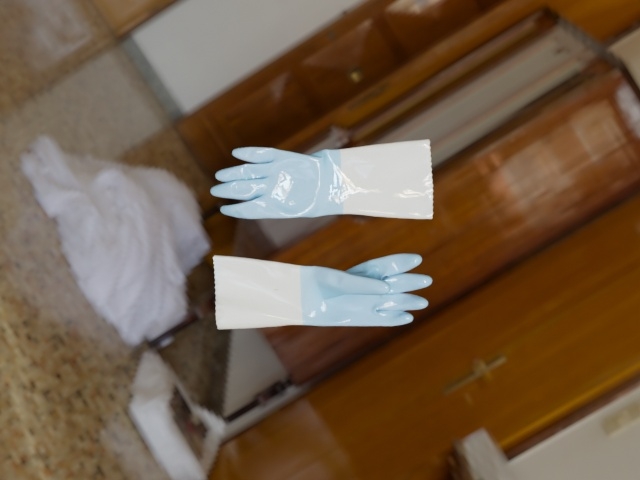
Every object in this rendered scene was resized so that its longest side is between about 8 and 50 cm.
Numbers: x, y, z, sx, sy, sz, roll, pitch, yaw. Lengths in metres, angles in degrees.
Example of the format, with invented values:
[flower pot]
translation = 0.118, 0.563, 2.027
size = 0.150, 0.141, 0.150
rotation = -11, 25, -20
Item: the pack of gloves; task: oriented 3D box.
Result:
[pack of gloves]
translation = 0.000, 0.000, 1.373
size = 0.046, 0.232, 0.195
rotation = -70, 158, -76
